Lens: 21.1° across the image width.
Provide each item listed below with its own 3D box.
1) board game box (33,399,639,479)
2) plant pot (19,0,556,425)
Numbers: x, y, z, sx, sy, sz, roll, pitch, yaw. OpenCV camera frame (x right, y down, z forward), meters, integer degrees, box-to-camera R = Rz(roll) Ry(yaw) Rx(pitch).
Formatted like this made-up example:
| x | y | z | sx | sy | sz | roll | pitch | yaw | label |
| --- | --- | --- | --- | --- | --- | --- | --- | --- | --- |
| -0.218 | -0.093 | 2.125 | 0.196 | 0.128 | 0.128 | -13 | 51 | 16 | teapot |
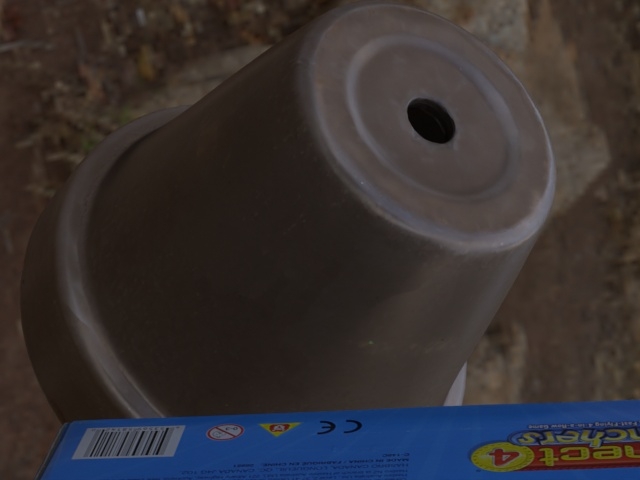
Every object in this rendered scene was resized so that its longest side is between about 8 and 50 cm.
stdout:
| x | y | z | sx | sy | sz | roll | pitch | yaw | label |
| --- | --- | --- | --- | --- | --- | --- | --- | --- | --- |
| 0.060 | 0.216 | 0.659 | 0.086 | 0.308 | 0.302 | -73 | 158 | -69 | board game box |
| 0.000 | 0.000 | 0.906 | 0.263 | 0.229 | 0.263 | 16 | 52 | -22 | plant pot |
